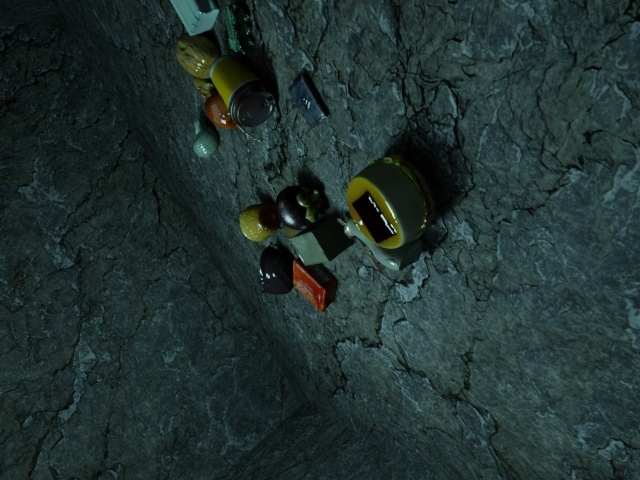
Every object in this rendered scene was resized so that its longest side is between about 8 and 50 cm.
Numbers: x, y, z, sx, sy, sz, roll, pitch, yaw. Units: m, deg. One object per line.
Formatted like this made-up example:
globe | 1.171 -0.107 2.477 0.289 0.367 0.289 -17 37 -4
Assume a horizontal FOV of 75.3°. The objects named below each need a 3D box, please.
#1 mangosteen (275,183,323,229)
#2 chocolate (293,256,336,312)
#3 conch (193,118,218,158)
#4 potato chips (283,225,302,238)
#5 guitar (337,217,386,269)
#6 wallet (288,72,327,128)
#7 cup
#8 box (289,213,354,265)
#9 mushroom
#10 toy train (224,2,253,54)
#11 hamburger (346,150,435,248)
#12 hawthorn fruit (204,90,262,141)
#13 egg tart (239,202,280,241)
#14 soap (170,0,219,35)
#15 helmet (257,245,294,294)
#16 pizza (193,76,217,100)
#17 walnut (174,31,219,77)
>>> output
mangosteen | -0.079 -0.149 1.717 0.217 0.192 0.192 -33 91 42
chocolate | -0.030 0.213 2.103 0.237 0.108 0.235 43 151 27
conch | -0.605 -0.536 2.196 0.172 0.131 0.200 -121 39 -65
potato chips | -0.116 -0.012 2.059 0.201 0.049 0.150 38 154 20
guitar | 0.167 0.001 1.614 0.271 0.038 0.084 47 151 12
wallet | -0.041 -0.480 1.437 0.111 0.030 0.166 -16 107 57
cup | -0.309 -0.583 1.606 0.280 0.196 0.196 52 154 23
box | 0.000 0.000 1.767 0.156 0.149 0.231 60 153 -9
mushroom | 0.202 -0.007 1.430 0.328 0.159 0.122 33 111 42
toy train | -0.300 -0.770 1.503 0.111 0.071 0.171 43 151 38
hamburger | 0.217 -0.116 1.256 0.276 0.179 0.294 57 157 4
hawthorn fruit | -0.378 -0.528 1.825 0.285 0.165 0.165 52 156 -21
egg tart | -0.294 -0.099 2.117 0.147 0.202 0.203 -14 109 48
soap | -0.522 -0.972 1.610 0.290 0.095 0.172 60 151 -8
helmet | -0.226 0.179 2.281 0.177 0.225 0.305 14 143 12
pizza | -0.511 -0.671 1.912 0.197 0.058 0.292 47 175 -26
walnut | -0.518 -0.782 1.748 0.197 0.165 0.165 45 151 22
